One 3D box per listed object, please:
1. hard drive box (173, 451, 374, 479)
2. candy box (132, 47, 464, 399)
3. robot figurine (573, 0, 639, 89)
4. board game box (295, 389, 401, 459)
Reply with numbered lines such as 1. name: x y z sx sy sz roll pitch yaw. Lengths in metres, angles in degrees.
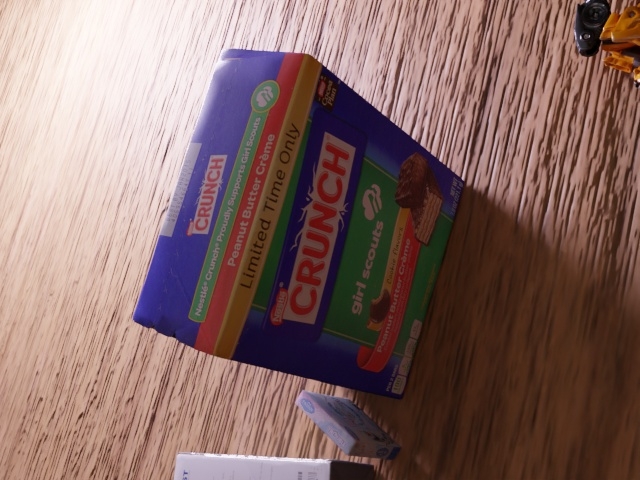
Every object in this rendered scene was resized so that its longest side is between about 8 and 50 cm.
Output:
1. hard drive box: -0.062 0.334 0.809 0.232 0.089 0.181 -8 68 35
2. candy box: 0.000 0.000 0.736 0.122 0.317 0.268 11 81 40
3. robot figurine: 0.374 -0.266 0.690 0.211 0.085 0.291 28 91 29
4. board game box: 0.030 0.200 0.787 0.090 0.090 0.020 36 97 41
